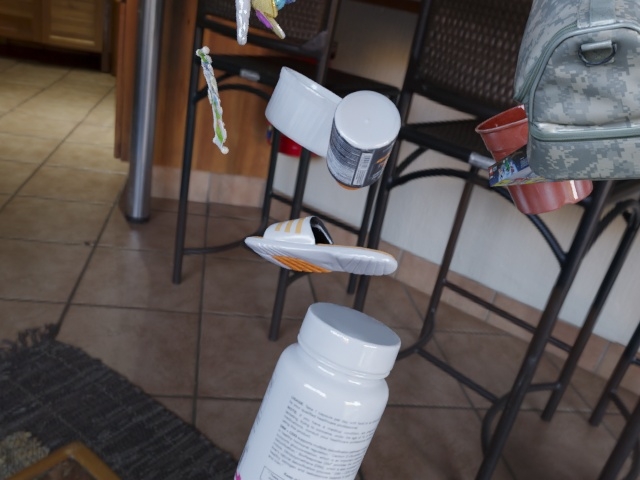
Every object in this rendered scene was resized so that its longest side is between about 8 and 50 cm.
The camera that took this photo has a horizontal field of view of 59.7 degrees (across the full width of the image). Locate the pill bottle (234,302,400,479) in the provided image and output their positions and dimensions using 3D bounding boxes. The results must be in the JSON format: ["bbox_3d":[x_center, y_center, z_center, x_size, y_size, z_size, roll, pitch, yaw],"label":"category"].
[{"bbox_3d":[-0.002,0.241,0.777,0.161,0.282,0.160,20,10,-4],"label":"pill bottle"}]

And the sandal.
[{"bbox_3d":[0.005,0.005,0.901,0.266,0.076,0.102,5,-22,28],"label":"sandal"}]

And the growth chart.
[{"bbox_3d":[-0.238,-0.312,1.235,0.021,0.237,0.172,-12,13,-14],"label":"growth chart"}]

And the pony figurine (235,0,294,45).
[{"bbox_3d":[-0.121,-0.462,0.669,0.364,0.350,0.303,34,-8,-10],"label":"pony figurine"}]

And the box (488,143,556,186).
[{"bbox_3d":[0.436,-0.149,1.050,0.159,0.044,0.233,-5,-5,-5],"label":"box"}]

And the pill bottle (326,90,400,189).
[{"bbox_3d":[0.080,-0.192,1.164,0.131,0.130,0.245,13,-19,0],"label":"pill bottle"}]

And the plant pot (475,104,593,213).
[{"bbox_3d":[0.595,-0.229,1.510,0.273,0.264,0.272,-22,13,6],"label":"plant pot"}]

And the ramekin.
[{"bbox_3d":[-0.009,-0.321,1.455,0.277,0.135,0.277,29,18,-10],"label":"ramekin"}]

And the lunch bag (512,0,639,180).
[{"bbox_3d":[0.382,-0.269,0.755,0.213,0.256,0.305,3,56,26],"label":"lunch bag"}]
